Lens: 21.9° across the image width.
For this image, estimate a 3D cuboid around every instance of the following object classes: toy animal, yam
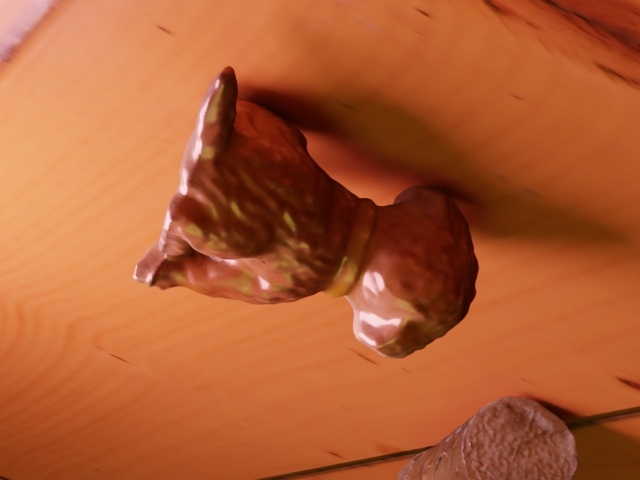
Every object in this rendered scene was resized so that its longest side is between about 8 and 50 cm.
[{"bbox_3d":[0.008,-0.012,0.899,0.185,0.104,0.184,25,152,-1],"label":"toy animal"},{"bbox_3d":[0.121,0.190,1.302,0.093,0.093,0.259,21,159,-5],"label":"yam"}]
